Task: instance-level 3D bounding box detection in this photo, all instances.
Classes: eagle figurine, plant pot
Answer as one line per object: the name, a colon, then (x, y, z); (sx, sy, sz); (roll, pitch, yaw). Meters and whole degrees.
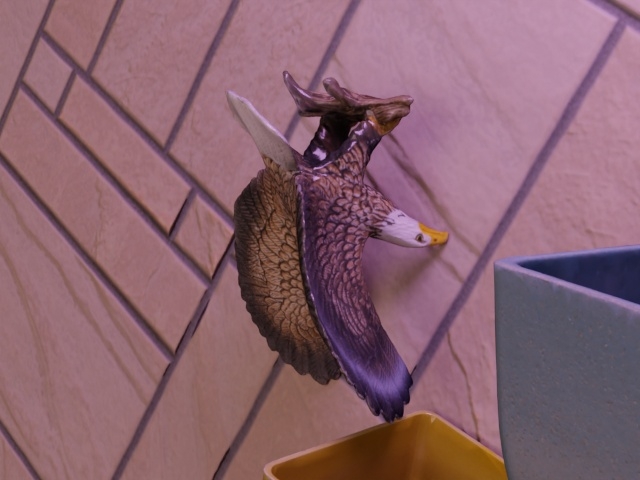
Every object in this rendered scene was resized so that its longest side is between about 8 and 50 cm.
eagle figurine: (0.011, 0.003, 1.221); (0.225, 0.226, 0.298); (15, 93, 22)
plant pot: (0.079, 0.300, 1.134); (0.212, 0.212, 0.187); (31, 121, 40)
plant pot: (0.277, 0.152, 0.912); (0.248, 0.247, 0.252); (20, 109, 52)
